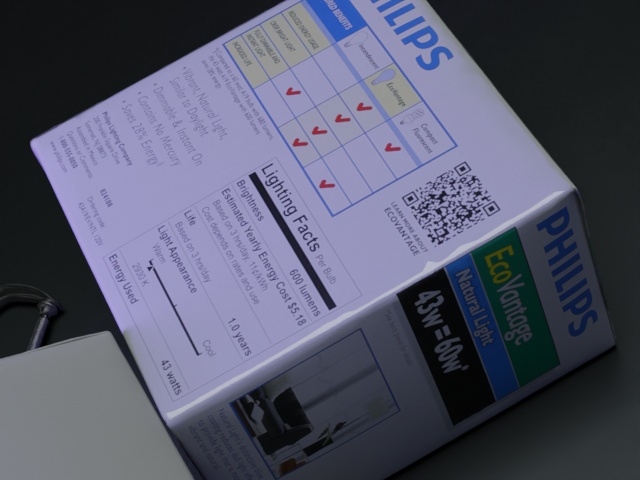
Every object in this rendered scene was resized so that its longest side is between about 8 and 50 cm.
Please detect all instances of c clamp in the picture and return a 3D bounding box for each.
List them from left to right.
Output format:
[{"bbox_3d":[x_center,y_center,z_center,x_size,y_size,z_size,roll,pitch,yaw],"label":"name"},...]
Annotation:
[{"bbox_3d":[-0.290,0.109,1.596,0.137,0.022,0.161,-6,55,23],"label":"c clamp"}]

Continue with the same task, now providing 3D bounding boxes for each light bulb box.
[{"bbox_3d":[0.000,0.000,1.434,0.361,0.225,0.358,-29,50,-3],"label":"light bulb box"}]

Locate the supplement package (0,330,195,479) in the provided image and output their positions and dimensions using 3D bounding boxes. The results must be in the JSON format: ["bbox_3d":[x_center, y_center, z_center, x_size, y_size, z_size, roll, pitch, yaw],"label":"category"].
[{"bbox_3d":[-0.183,0.243,1.232,0.175,0.177,0.293,-14,54,-30],"label":"supplement package"}]
